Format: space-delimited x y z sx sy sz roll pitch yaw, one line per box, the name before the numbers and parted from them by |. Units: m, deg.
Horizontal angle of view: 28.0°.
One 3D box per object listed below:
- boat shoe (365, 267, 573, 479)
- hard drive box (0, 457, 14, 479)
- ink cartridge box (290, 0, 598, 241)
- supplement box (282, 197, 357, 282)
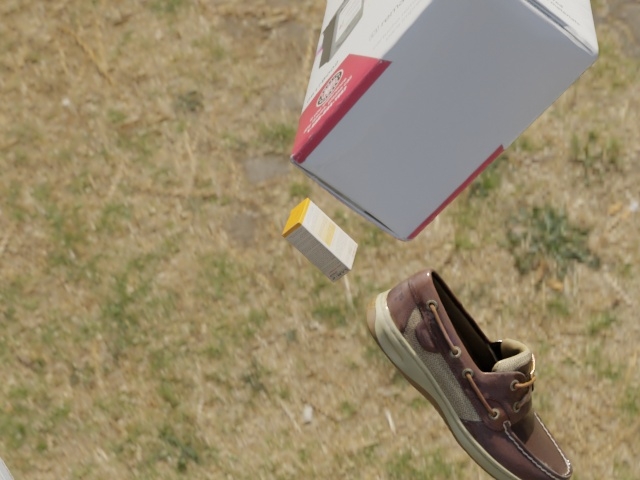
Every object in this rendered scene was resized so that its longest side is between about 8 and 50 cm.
boat shoe | 0.207 0.172 1.557 0.123 0.342 0.123 -38 8 25
hard drive box | -0.361 0.313 1.177 0.232 0.089 0.181 -36 82 27
ink cartridge box | 0.101 -0.180 1.064 0.131 0.226 0.306 32 32 -17
supplement box | 0.000 0.000 1.699 0.036 0.098 0.062 -37 18 30
